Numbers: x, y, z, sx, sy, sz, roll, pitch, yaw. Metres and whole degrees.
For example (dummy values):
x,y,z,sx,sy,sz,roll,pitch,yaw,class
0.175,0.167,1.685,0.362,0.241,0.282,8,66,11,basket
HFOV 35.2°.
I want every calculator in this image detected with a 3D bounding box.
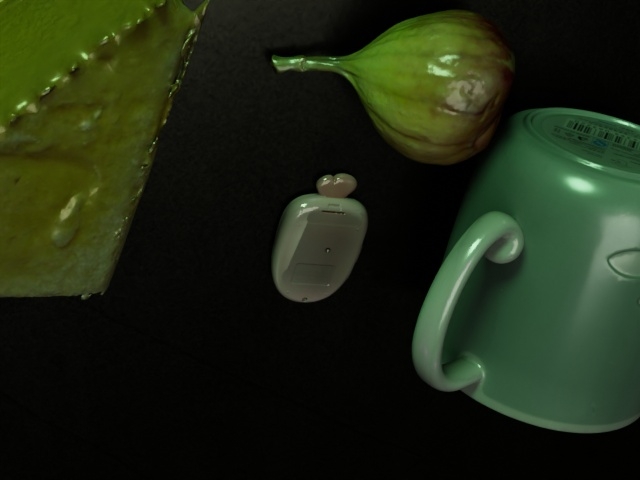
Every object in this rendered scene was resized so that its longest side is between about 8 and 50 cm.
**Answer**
x,y,z,sx,sy,sz,roll,pitch,yaw,class
0.000,0.000,1.114,0.103,0.024,0.166,4,121,-21,calculator

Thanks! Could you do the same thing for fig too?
x,y,z,sx,sy,sz,roll,pitch,yaw,class
0.078,-0.143,0.972,0.231,0.143,0.160,-9,155,-14,fig

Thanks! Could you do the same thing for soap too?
x,y,z,sx,sy,sz,roll,pitch,yaw,class
-0.286,-0.128,0.834,0.304,0.169,0.338,2,122,-38,soap

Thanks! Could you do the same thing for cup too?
x,y,z,sx,sy,sz,roll,pitch,yaw,class
0.228,0.025,1.038,0.357,0.259,0.274,-13,126,-43,cup
